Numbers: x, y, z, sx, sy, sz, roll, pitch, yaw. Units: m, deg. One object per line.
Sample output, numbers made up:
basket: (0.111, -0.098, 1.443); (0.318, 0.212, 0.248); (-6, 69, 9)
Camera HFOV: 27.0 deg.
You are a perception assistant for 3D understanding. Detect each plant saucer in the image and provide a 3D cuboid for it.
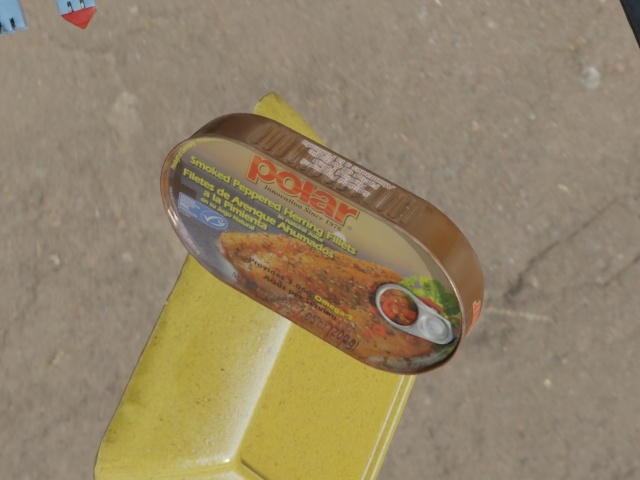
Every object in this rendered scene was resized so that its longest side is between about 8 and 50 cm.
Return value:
plant saucer: (-0.009, 0.103, 1.083); (0.333, 0.081, 0.332); (50, 57, -54)

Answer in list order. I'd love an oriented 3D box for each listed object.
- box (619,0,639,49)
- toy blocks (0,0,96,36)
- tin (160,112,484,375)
box: (0.191, -0.179, 0.625); (0.108, 0.153, 0.207); (-24, 84, 32)
toy blocks: (-0.467, -0.371, 1.762); (0.382, 0.191, 0.260); (-17, 95, -6)
tin: (0.000, 0.000, 0.714); (0.190, 0.040, 0.106); (30, 141, 15)
